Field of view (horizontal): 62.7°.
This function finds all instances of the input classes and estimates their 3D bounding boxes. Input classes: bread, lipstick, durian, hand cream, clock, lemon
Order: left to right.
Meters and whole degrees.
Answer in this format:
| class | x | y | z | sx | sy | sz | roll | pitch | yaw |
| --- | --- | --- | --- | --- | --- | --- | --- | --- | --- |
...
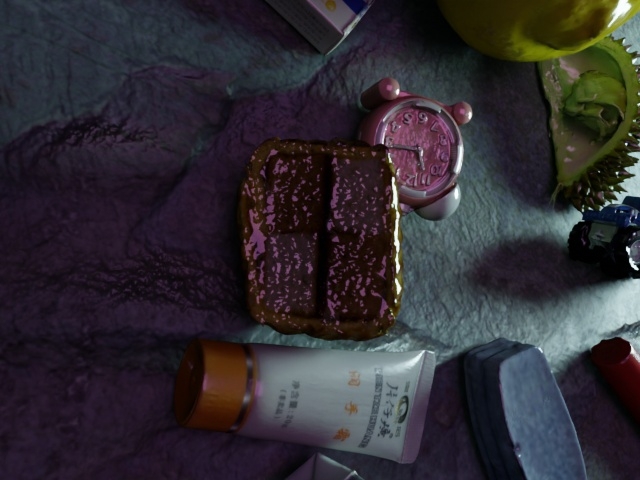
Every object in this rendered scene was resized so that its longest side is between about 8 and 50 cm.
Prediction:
| class | x | y | z | sx | sy | sz | roll | pitch | yaw |
| --- | --- | --- | --- | --- | --- | --- | --- | --- | --- |
| hand cream | -0.001 | 0.179 | 0.584 | 0.314 | 0.089 | 0.140 | 12 | 86 | -31 |
| bread | 0.000 | 0.000 | 0.584 | 0.181 | 0.096 | 0.222 | -2 | 79 | 4 |
| clock | 0.112 | -0.111 | 0.699 | 0.165 | 0.092 | 0.162 | 12 | 83 | -19 |
| lemon | 0.309 | -0.424 | 0.731 | 0.347 | 0.348 | 0.348 | 6 | 76 | -26 |
| durian | 0.459 | -0.211 | 0.901 | 0.169 | 0.157 | 0.356 | 0 | 76 | 10 |
| lipstick | 0.534 | 0.275 | 0.833 | 0.073 | 0.073 | 0.280 | -44 | 100 | -27 |

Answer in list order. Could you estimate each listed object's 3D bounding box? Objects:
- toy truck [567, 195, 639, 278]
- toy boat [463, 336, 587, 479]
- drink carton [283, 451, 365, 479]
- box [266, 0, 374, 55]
| class | x | y | z | sx | sy | sz | roll | pitch | yaw |
| --- | --- | --- | --- | --- | --- | --- | --- | --- | --- |
| toy truck | 0.516 | 0.006 | 0.843 | 0.208 | 0.113 | 0.126 | 22 | 90 | -24 |
| toy boat | 0.278 | 0.275 | 0.701 | 0.127 | 0.078 | 0.283 | -15 | 85 | -32 |
| drink carton | -0.070 | 0.353 | 0.482 | 0.315 | 0.106 | 0.131 | -31 | 109 | -29 |
| box | -0.061 | -0.431 | 0.688 | 0.343 | 0.065 | 0.200 | 39 | 64 | -14 |
